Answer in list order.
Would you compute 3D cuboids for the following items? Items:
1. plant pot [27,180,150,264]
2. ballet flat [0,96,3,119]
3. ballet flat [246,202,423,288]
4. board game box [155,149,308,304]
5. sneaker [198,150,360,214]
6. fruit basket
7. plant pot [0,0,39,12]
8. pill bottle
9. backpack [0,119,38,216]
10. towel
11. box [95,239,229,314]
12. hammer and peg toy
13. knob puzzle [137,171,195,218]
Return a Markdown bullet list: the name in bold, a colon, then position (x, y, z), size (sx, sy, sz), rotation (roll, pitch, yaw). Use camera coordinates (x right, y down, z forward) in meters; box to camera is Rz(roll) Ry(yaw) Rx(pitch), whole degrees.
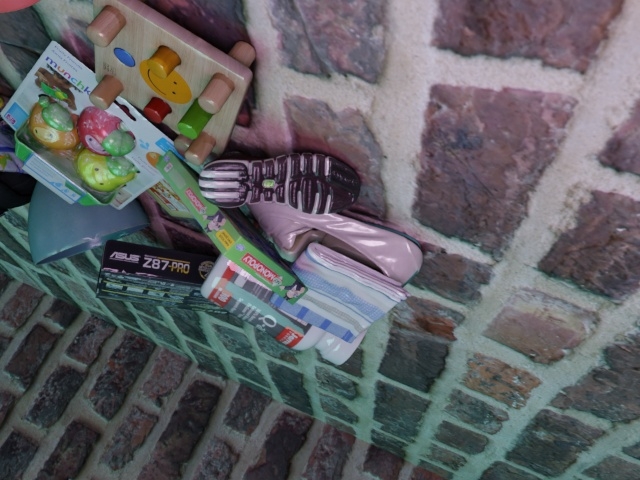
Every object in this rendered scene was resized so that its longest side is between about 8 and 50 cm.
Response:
- **plant pot**: position (-0.597, -0.081, 1.607), size (0.290, 0.290, 0.195), rotation (-17, 94, 57)
- **ballet flat**: position (-0.825, -0.310, 1.590), size (0.077, 0.077, 0.231), rotation (15, 162, -31)
- **ballet flat**: position (0.000, 0.000, 1.274), size (0.400, 0.139, 0.139), rotation (21, 154, 15)
- **board game box**: position (-0.169, -0.028, 1.206), size (0.213, 0.046, 0.317), rotation (41, -176, -47)
- **sneaker**: position (-0.078, -0.121, 1.158), size (0.281, 0.106, 0.162), rotation (4, -162, -16)
- **fruit basket**: position (-0.477, -0.205, 1.326), size (0.327, 0.165, 0.353), rotation (42, 148, -24)
- **plant pot**: position (-0.431, -0.425, 0.772), size (0.275, 0.275, 0.243), rotation (25, 164, 7)
- **pill bottle**: position (-0.072, 0.123, 1.485), size (0.363, 0.210, 0.210), rotation (31, 155, -8)
- **backpack**: position (-0.824, -0.170, 1.537), size (0.355, 0.290, 0.273), rotation (-114, 3, -76)
- **towel**: position (0.025, 0.112, 1.264), size (0.209, 0.034, 0.285), rotation (27, 148, -7)
- **box**: position (-0.402, 0.114, 1.777), size (0.395, 0.097, 0.318), rotation (10, 158, -18)
- **hammer and peg toy**: position (-0.265, -0.244, 1.076), size (0.266, 0.127, 0.361), rotation (31, 155, -7)
- **knob puzzle**: position (-0.332, -0.115, 1.505), size (0.213, 0.030, 0.213), rotation (23, 154, 12)
